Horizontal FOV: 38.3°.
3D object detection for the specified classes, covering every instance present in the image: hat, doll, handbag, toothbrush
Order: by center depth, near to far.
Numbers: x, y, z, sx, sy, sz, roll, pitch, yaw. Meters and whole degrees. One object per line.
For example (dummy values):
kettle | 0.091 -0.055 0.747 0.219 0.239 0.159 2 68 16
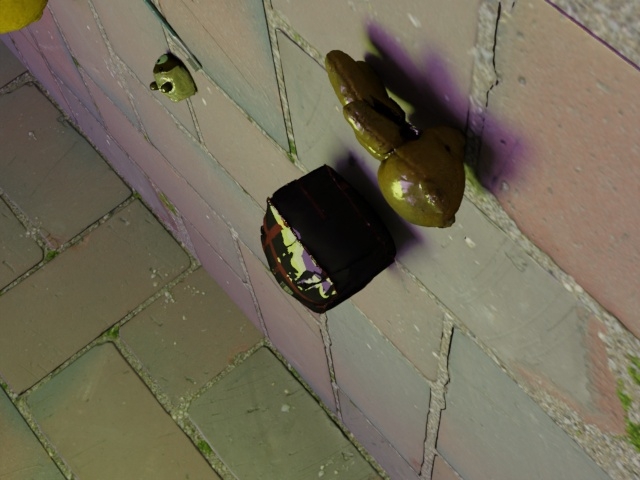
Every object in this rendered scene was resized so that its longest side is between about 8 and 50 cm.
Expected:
doll | 0.080 -0.108 0.905 0.209 0.097 0.137 60 -169 15
handbag | 0.000 0.000 1.243 0.169 0.155 0.215 58 168 5
toothbrush | -0.244 -0.336 1.468 0.167 0.014 0.011 52 174 1
hat | -0.256 -0.271 1.574 0.077 0.059 0.076 34 162 39

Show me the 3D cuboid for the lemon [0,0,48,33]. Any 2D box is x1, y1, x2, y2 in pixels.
lemon | -0.636 -0.520 1.790 0.228 0.228 0.253 43 158 31
